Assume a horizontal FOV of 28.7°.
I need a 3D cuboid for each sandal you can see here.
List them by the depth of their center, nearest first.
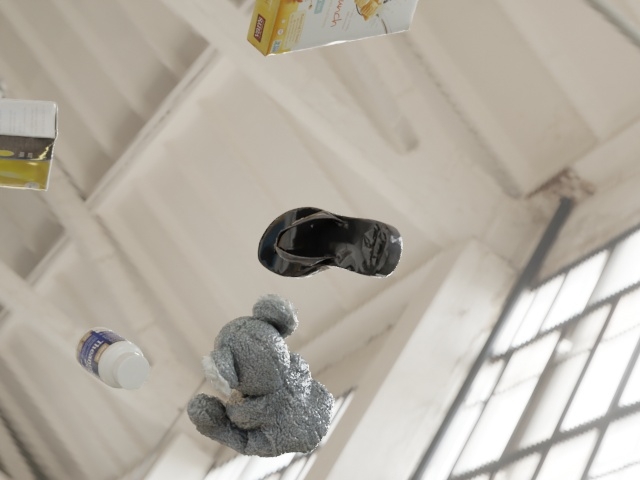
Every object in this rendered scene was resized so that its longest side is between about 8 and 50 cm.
[{"bbox_3d":[0.000,-0.001,1.646,0.054,0.097,0.254,14,-11,-41],"label":"sandal"}]

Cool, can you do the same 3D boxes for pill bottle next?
[{"bbox_3d":[-0.285,0.165,1.724,0.120,0.067,0.067,20,-35,52],"label":"pill bottle"}]

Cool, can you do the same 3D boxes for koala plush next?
[{"bbox_3d":[-0.088,0.192,1.822,0.203,0.196,0.221,27,-34,37],"label":"koala plush"}]

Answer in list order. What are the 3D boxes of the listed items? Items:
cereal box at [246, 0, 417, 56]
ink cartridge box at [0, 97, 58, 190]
[{"bbox_3d":[0.033,-0.319,1.504,0.047,0.240,0.173,45,-45,32],"label":"cereal box"},{"bbox_3d":[-0.551,-0.145,1.850,0.307,0.072,0.303,1,-11,-14],"label":"ink cartridge box"}]
